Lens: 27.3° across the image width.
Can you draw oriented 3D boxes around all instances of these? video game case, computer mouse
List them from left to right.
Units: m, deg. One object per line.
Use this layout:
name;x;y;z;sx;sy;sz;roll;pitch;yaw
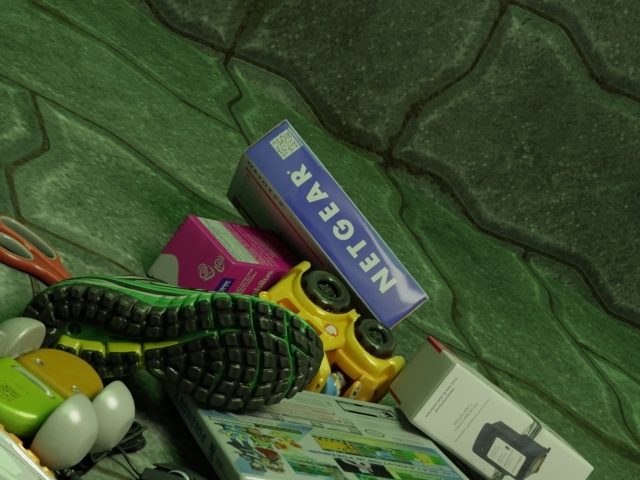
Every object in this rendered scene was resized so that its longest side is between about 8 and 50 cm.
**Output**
computer mouse;-0.148;0.269;1.346;0.262;0.060;0.184;43;15;17
video game case;0.007;0.245;1.545;0.329;0.036;0.300;14;12;-25

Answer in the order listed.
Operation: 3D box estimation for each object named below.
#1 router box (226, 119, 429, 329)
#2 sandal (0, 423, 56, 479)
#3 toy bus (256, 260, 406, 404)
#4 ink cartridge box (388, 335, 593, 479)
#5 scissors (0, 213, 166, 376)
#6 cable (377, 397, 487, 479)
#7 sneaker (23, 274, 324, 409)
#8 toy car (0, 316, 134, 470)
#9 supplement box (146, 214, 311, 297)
router box;0.001;0.005;2.014;0.335;0.082;0.301;52;-14;2
sandal;-0.259;0.238;1.114;0.265;0.102;0.076;37;13;-9
toy bus;-0.023;0.161;1.806;0.220;0.149;0.211;43;30;12
ink cartridge box;0.221;0.247;1.737;0.237;0.100;0.172;38;2;-11
scissors;-0.300;0.065;1.658;0.297;0.021;0.109;36;14;-3
cable;0.156;0.324;1.804;0.257;0.089;0.257;29;18;-28
sneaker;-0.162;0.095;1.528;0.343;0.134;0.146;13;15;-5
toy car;-0.277;0.163;1.223;0.159;0.136;0.182;35;11;11
supplement box;-0.128;0.048;1.919;0.114;0.111;0.220;46;18;28
